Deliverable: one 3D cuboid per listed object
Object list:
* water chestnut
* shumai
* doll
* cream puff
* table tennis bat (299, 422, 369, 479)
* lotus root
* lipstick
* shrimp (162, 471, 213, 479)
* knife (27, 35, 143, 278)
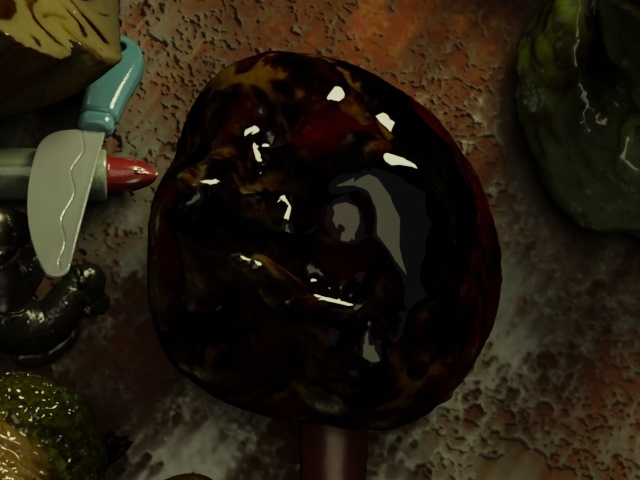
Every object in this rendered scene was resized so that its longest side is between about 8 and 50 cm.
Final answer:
[{"bbox_3d":[0.000,0.000,0.770,0.289,0.244,0.289,2,75,-8],"label":"water chestnut"},{"bbox_3d":[0.323,-0.166,0.840,0.304,0.263,0.309,-5,75,-5],"label":"shumai"},{"bbox_3d":[-0.249,0.034,0.826,0.165,0.057,0.139,-13,90,-23],"label":"doll"},{"bbox_3d":[-0.220,0.174,0.756,0.183,0.183,0.169,38,47,5],"label":"cream puff"},{"bbox_3d":[0.007,0.336,0.780,0.268,0.051,0.415,3,77,-5],"label":"table tennis bat"},{"bbox_3d":[-0.276,-0.153,0.816,0.180,0.188,0.199,-41,42,19],"label":"lotus root"},{"bbox_3d":[-0.225,-0.051,0.861,0.186,0.057,0.063,1,47,-11],"label":"lipstick"},{"bbox_3d":[-0.126,0.226,0.807,0.127,0.025,0.091,-7,77,-10],"label":"shrimp"},{"bbox_3d":[-0.192,-0.073,0.840,0.058,0.032,0.244,14,53,-3],"label":"knife"}]
